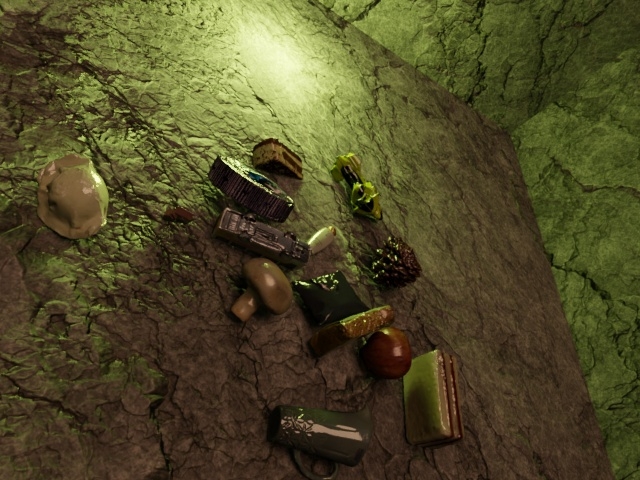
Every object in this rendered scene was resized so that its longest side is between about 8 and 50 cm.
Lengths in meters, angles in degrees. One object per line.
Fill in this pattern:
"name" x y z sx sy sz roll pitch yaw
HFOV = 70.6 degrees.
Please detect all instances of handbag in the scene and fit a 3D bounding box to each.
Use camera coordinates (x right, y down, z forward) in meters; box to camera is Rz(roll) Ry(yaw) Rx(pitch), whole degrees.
"handbag" 0.039 0.204 1.668 0.254 0.088 0.211 -9 49 -39

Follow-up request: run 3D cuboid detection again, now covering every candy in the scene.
"candy" 0.412 0.586 1.675 0.135 0.179 0.320 26 50 -26

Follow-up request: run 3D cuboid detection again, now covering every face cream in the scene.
"face cream" 0.000 0.000 1.815 0.072 0.051 0.182 49 43 3

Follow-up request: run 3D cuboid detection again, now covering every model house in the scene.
"model house" -0.467 -0.084 1.487 0.083 0.058 0.057 30 48 -21

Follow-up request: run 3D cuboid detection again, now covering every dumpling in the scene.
"dumpling" -0.703 -0.120 1.274 0.193 0.147 0.258 -22 82 -13

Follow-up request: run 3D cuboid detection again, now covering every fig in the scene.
"fig" 0.238 0.419 1.652 0.205 0.205 0.205 20 52 -28

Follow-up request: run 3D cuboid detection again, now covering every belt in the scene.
"belt" -0.248 -0.182 1.624 0.325 0.122 0.260 31 11 -6

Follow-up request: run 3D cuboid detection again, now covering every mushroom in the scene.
"mushroom" -0.191 0.167 1.483 0.206 0.209 0.206 36 15 -12

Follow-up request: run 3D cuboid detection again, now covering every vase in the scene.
"vase" -0.008 0.593 1.370 0.301 0.156 0.250 21 77 -20

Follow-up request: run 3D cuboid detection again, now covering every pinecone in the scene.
"pinecone" 0.308 0.102 1.895 0.222 0.221 0.221 20 52 -28

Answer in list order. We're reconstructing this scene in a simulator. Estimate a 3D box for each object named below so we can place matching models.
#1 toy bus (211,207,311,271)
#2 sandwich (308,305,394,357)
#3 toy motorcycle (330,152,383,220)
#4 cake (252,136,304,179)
"toy bus" -0.204 0.005 1.585 0.343 0.138 0.097 25 55 -23
"sandwich" 0.106 0.311 1.572 0.251 0.226 0.087 -9 66 -43
"toy motorcycle" 0.173 -0.236 2.051 0.342 0.142 0.206 59 6 9
"cake" -0.182 -0.327 1.893 0.246 0.135 0.112 27 55 -63
